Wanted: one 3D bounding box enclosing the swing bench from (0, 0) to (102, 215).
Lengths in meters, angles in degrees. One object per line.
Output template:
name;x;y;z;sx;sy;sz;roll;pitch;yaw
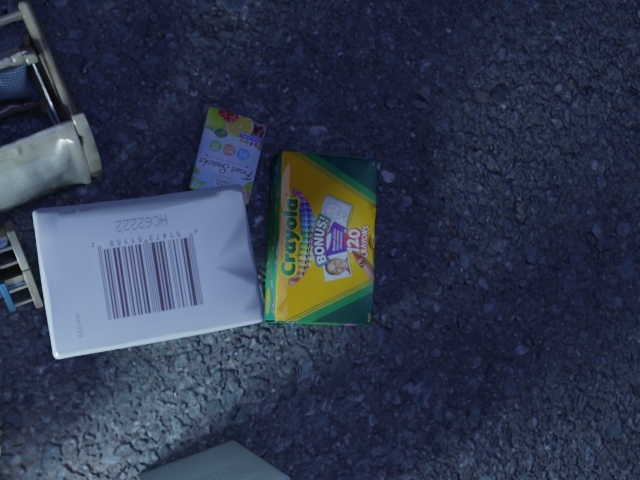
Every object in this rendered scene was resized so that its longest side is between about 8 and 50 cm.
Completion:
swing bench;-0.481;-0.164;1.175;0.253;0.165;0.254;-26;92;-18

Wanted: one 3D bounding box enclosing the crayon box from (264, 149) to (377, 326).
crayon box;0.000;0.000;1.347;0.165;0.081;0.278;4;83;-17

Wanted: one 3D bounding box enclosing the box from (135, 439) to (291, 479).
box;-0.132;0.421;1.120;0.168;0.345;0.215;-16;88;-18

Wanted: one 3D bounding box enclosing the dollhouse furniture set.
dollhouse furniture set;-0.461;0.073;1.128;0.129;0.184;0.129;-21;114;-17

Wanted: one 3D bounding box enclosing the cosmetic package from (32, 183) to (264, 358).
cosmetic package;-0.239;0.051;1.072;0.230;0.453;0.161;-9;86;-18

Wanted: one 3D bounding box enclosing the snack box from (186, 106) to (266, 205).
snack box;-0.152;-0.136;1.339;0.100;0.037;0.141;15;80;-14
